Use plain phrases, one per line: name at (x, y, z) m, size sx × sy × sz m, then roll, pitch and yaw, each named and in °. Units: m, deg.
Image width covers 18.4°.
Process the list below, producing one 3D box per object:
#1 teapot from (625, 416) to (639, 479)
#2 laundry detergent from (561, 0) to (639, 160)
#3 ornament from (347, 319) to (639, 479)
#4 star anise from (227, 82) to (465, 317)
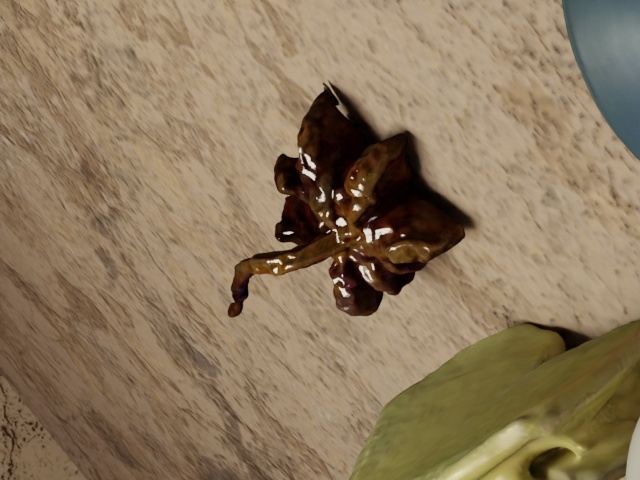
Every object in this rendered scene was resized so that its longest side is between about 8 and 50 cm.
teapot at (0.189, 0.080, 0.588) m, size 0.204 × 0.139 × 0.298 m, roll 22°, pitch 168°, yaw -20°
laundry detergent at (0.149, -0.055, 0.532) m, size 0.206 × 0.061 × 0.096 m, roll 11°, pitch 129°, yaw 63°
ornament at (0.062, 0.099, 0.858) m, size 0.059 × 0.180 × 0.201 m, roll 57°, pitch 164°, yaw -2°
star anise at (0.000, 0.000, 0.981) m, size 0.097 × 0.070 × 0.190 m, roll 40°, pitch 150°, yaw -2°
